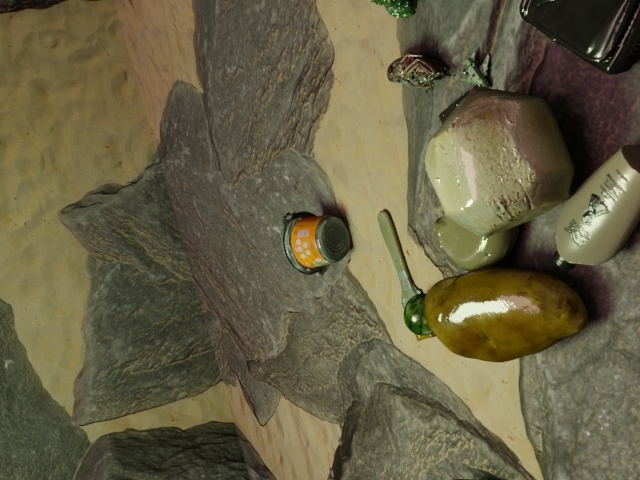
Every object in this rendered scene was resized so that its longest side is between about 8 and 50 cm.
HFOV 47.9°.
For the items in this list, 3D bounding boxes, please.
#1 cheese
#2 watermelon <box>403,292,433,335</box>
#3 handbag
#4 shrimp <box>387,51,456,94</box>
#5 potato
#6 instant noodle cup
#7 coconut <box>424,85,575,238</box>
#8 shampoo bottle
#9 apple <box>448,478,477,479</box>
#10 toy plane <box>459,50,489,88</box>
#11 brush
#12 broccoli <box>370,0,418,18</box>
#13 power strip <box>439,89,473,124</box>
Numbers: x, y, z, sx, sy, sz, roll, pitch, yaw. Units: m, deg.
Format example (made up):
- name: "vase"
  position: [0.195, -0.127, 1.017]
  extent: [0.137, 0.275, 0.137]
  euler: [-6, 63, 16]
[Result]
- name: "cheese"
  position: [0.324, -0.037, 1.456]
  extent: [0.175, 0.091, 0.203]
  euler: [56, 144, 29]
- name: "watermelon"
  position: [0.240, 0.176, 1.689]
  extent: [0.109, 0.109, 0.109]
  euler: [33, 131, 49]
- name: "handbag"
  position: [0.429, -0.421, 1.108]
  extent: [0.244, 0.088, 0.275]
  euler: [53, 146, 39]
- name: "shrimp"
  position: [0.211, -0.355, 1.520]
  extent: [0.190, 0.074, 0.073]
  euler: [21, 90, 43]
- name: "potato"
  position: [0.352, 0.147, 1.424]
  extent: [0.369, 0.176, 0.196]
  euler: [-20, 81, 55]
- name: "instant noodle cup"
  position: [0.000, 0.000, 1.963]
  extent: [0.125, 0.208, 0.178]
  euler: [-9, 52, 45]
- name: "coconut"
  position: [0.307, -0.147, 1.270]
  extent: [0.245, 0.244, 0.247]
  euler: [-38, 72, 58]
- name: "shampoo bottle"
  position: [0.471, -0.042, 1.215]
  extent: [0.127, 0.078, 0.257]
  euler: [55, 146, 29]
- name: "apple"
  position: [0.342, 0.696, 1.599]
  extent: [0.309, 0.277, 0.250]
  euler: [-127, 17, -58]
- name: "toy plane"
  position: [0.304, -0.326, 1.406]
  extent: [0.080, 0.033, 0.083]
  euler: [-39, 70, 43]
- name: "brush"
  position: [0.204, 0.085, 1.785]
  extent: [0.085, 0.020, 0.337]
  euler: [-29, 78, 60]
- name: "broccoli"
  position: [0.191, -0.538, 1.323]
  extent: [0.270, 0.270, 0.270]
  euler: [19, 127, 14]
- name: "power strip"
  position: [0.285, -0.267, 1.470]
  extent: [0.111, 0.029, 0.038]
  euler: [-38, 70, 59]
